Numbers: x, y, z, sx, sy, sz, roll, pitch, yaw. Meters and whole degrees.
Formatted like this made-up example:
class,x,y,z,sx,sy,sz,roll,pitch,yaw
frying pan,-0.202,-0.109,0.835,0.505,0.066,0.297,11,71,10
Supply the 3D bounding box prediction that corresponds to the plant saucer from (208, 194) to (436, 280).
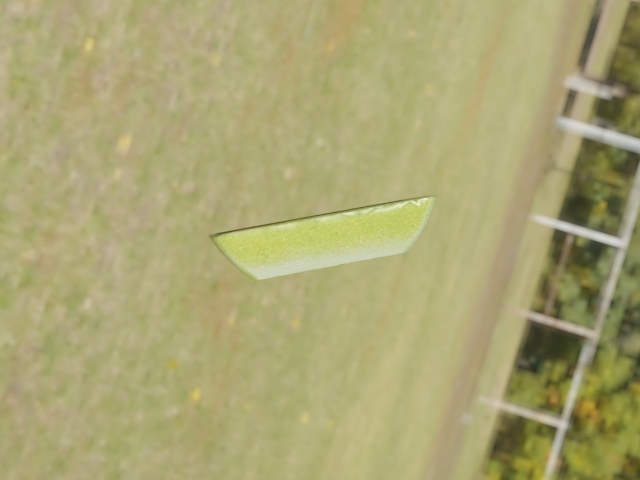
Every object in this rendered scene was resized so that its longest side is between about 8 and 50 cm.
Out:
class,x,y,z,sx,sy,sz,roll,pitch,yaw
plant saucer,0.000,0.000,1.470,0.188,0.188,0.045,-174,-106,-86
